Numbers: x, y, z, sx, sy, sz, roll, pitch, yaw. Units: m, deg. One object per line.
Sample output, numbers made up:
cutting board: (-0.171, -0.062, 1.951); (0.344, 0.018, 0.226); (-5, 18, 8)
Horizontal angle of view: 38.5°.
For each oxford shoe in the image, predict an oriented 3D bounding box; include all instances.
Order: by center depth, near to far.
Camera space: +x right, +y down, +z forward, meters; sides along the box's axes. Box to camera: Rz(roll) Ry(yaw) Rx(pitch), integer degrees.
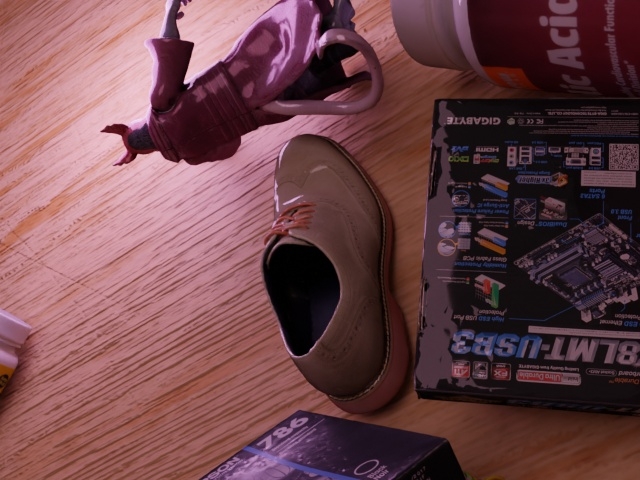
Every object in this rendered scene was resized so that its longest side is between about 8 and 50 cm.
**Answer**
oxford shoe: (0.000, 0.000, 1.070); (0.140, 0.146, 0.397); (-33, 47, 19)

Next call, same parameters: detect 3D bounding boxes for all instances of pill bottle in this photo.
pill bottle: (0.284, -0.268, 0.980); (0.392, 0.224, 0.224); (14, 73, 40)
pill bottle: (-0.521, 0.195, 1.342); (0.119, 0.119, 0.209); (21, 78, 41)

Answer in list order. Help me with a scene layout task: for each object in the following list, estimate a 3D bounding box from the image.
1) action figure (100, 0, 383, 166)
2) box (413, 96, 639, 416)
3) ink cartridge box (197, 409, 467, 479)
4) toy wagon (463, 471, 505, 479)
action figure: (-0.106, -0.173, 1.186); (0.370, 0.248, 0.276); (-28, 45, 4)
box: (0.243, 0.011, 0.857); (0.295, 0.073, 0.294); (2, 74, 12)
ink cartridge box: (-0.023, 0.236, 0.873); (0.165, 0.065, 0.332); (-31, 10, -29)
toy wagon: (0.022, 0.293, 0.833); (0.344, 0.068, 0.267); (-29, 10, -18)
